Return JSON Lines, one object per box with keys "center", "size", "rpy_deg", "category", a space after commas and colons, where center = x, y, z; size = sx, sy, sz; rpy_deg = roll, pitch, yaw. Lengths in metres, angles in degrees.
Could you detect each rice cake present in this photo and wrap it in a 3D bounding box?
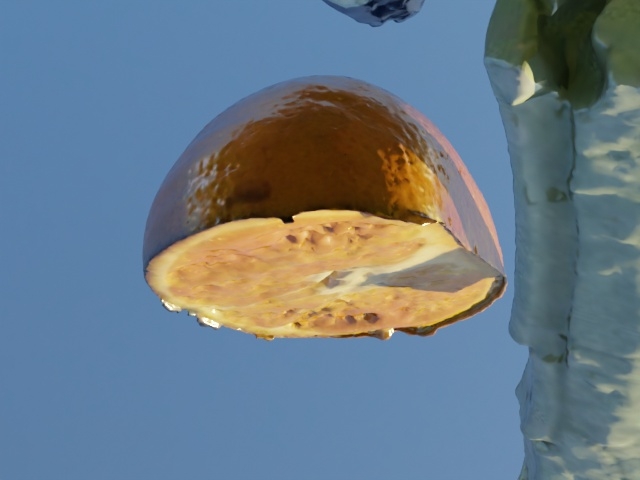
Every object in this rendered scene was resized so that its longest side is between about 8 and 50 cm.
{"center": [0.089, 0.032, 0.576], "size": [0.063, 0.336, 0.066], "rpy_deg": [17, -120, 18], "category": "rice cake"}

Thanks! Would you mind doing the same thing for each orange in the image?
{"center": [0.002, -0.003, 1.523], "size": [0.274, 0.274, 0.310], "rpy_deg": [41, -152, 8], "category": "orange"}

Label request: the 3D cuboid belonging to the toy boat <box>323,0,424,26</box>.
{"center": [-0.001, -0.154, 0.509], "size": [0.070, 0.291, 0.210], "rpy_deg": [-15, -95, 19], "category": "toy boat"}
